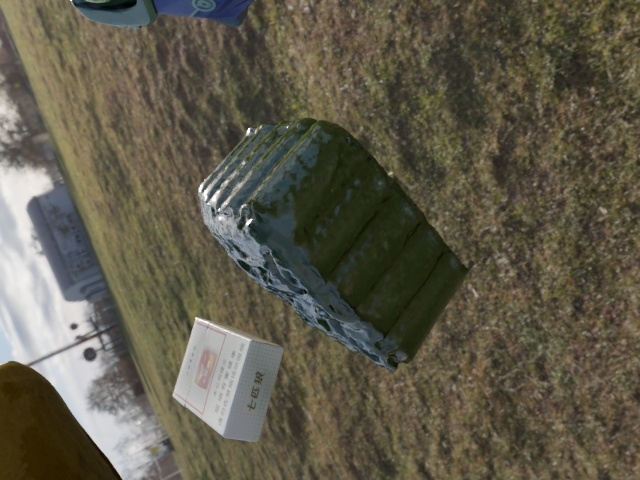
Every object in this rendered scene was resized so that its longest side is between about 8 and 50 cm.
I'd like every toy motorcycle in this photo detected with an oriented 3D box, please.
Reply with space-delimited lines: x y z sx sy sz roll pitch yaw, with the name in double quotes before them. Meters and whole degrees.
"toy motorcycle" -0.197 -0.401 0.828 0.200 0.326 0.191 69 -145 -68

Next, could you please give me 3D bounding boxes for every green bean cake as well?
"green bean cake" 0.000 0.000 0.637 0.250 0.156 0.247 43 169 -26

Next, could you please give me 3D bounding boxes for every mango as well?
"mango" -0.328 0.294 0.645 0.173 0.211 0.317 -34 80 32

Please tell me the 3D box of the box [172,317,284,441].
"box" -0.226 0.313 1.357 0.330 0.095 0.210 3 76 58
